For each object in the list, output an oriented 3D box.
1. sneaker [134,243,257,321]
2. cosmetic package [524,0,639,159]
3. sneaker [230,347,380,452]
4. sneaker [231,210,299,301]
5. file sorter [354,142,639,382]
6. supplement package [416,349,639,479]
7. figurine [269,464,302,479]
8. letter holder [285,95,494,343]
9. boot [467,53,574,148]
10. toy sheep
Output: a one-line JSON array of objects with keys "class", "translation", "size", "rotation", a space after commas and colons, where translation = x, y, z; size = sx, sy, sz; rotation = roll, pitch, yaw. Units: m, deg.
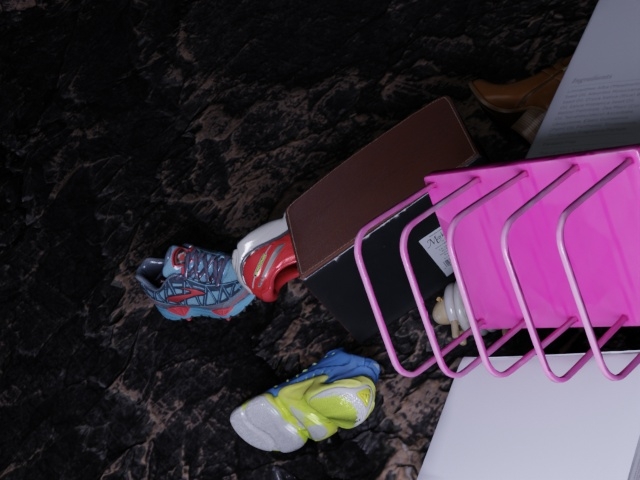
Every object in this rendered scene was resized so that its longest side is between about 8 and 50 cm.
[{"class": "sneaker", "translation": [-0.199, 0.062, 2.138], "size": [0.261, 0.125, 0.104], "rotation": [-13, 44, 37]}, {"class": "cosmetic package", "translation": [0.417, -0.143, 1.629], "size": [0.161, 0.230, 0.453], "rotation": [-2, 52, 45]}, {"class": "sneaker", "translation": [-0.010, 0.217, 1.823], "size": [0.240, 0.091, 0.126], "rotation": [-14, 24, 37]}, {"class": "sneaker", "translation": [0.000, 0.000, 2.043], "size": [0.279, 0.107, 0.118], "rotation": [-35, 68, -8]}, {"class": "file sorter", "translation": [0.210, 0.037, 1.424], "size": [0.290, 0.202, 0.182], "rotation": [-5, 21, 46]}, {"class": "supplement package", "translation": [0.262, 0.243, 1.431], "size": [0.261, 0.145, 0.204], "rotation": [-8, 47, 43]}, {"class": "figurine", "translation": [-0.017, 0.391, 1.496], "size": [0.092, 0.209, 0.215], "rotation": [-15, 42, 36]}, {"class": "letter holder", "translation": [0.117, -0.038, 1.900], "size": [0.301, 0.152, 0.214], "rotation": [-35, 32, 11]}, {"class": "boot", "translation": [0.321, -0.226, 1.971], "size": [0.152, 0.073, 0.197], "rotation": [-44, 45, 0]}, {"class": "toy sheep", "translation": [0.208, 0.084, 1.726], "size": [0.132, 0.091, 0.091], "rotation": [-12, 42, 19]}]
